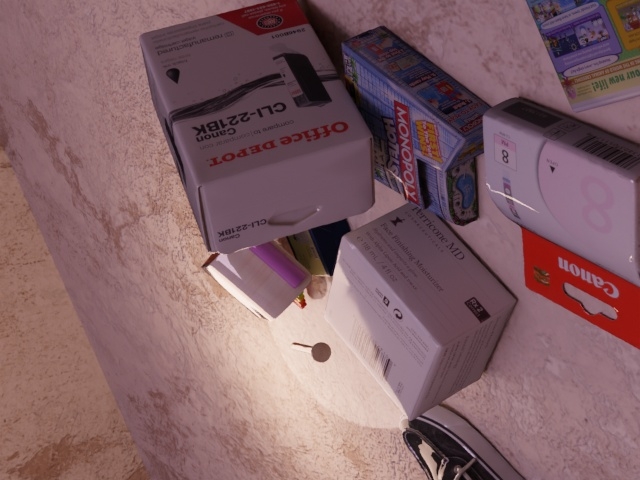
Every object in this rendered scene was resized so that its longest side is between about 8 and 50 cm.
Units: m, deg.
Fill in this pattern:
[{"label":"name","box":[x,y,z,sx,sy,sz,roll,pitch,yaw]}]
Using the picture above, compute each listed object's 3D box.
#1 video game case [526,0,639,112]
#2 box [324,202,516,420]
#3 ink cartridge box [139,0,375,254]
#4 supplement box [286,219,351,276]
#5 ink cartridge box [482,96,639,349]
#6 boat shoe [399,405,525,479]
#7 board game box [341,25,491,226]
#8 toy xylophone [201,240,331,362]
[{"label":"video game case","box":[0.230,-0.208,0.864,0.193,0.023,0.212,65,160,-7]},{"label":"box","box":[0.111,0.082,1.285,0.181,0.119,0.182,49,151,25]},{"label":"ink cartridge box","box":[-0.074,-0.137,1.230,0.114,0.197,0.273,85,164,-49]},{"label":"supplement box","box":[0.000,0.000,1.482,0.083,0.056,0.083,2,117,62]},{"label":"ink cartridge box","box":[0.241,-0.002,1.038,0.189,0.066,0.232,33,138,45]},{"label":"boat shoe","box":[0.189,0.332,1.403,0.306,0.105,0.113,44,149,33]},{"label":"board game box","box":[0.112,-0.108,1.164,0.194,0.060,0.194,35,143,45]},{"label":"toy xylophone","box":[-0.077,0.065,1.562,0.236,0.081,0.322,43,172,-14]}]
